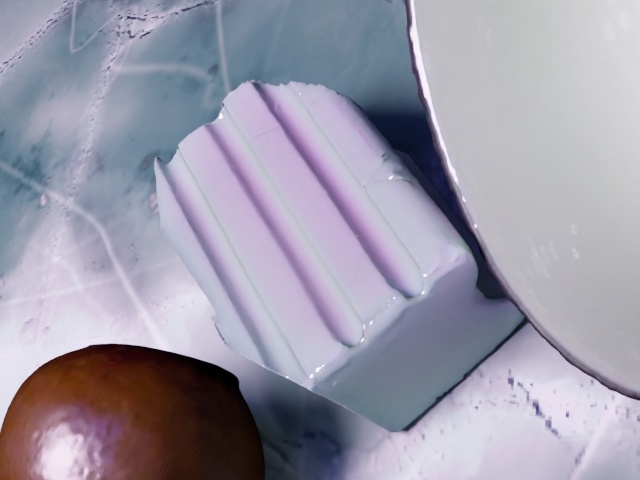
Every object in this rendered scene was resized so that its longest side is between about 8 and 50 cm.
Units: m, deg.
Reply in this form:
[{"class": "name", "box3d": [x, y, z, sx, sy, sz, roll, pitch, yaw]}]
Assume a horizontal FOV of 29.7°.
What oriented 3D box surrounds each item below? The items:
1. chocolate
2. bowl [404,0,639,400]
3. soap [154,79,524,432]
[{"class": "chocolate", "box3d": [-0.115, 0.146, 0.693, 0.176, 0.176, 0.177, -20, 54, 31]}, {"class": "bowl", "box3d": [0.188, -0.119, 0.521, 0.185, 0.354, 0.354, -13, 43, -20]}, {"class": "soap", "box3d": [0.000, 0.000, 0.727, 0.145, 0.091, 0.230, -42, 45, 10]}]
